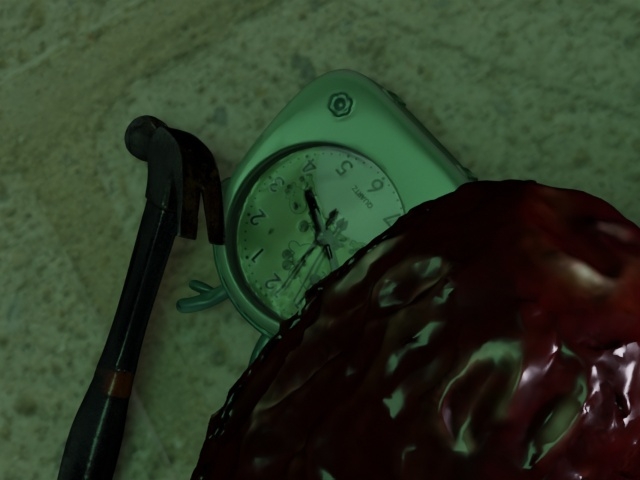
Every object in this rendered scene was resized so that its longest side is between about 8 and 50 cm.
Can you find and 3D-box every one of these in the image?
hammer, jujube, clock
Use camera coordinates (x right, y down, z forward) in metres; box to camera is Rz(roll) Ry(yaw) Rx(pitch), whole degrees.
[{"bbox_3d":[-0.131,0.066,1.306,0.137,0.037,0.290,31,107,60],"label":"hammer"},{"bbox_3d":[0.058,0.138,1.138,0.258,0.258,0.377,37,124,15],"label":"jujube"},{"bbox_3d":[0.000,0.000,1.283,0.211,0.066,0.159,-43,77,10],"label":"clock"}]
